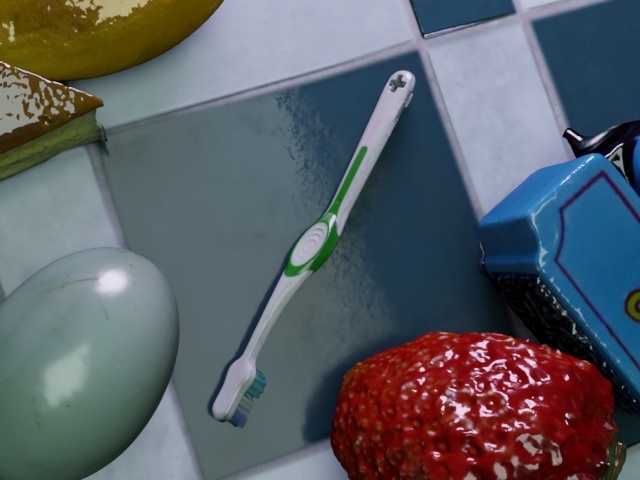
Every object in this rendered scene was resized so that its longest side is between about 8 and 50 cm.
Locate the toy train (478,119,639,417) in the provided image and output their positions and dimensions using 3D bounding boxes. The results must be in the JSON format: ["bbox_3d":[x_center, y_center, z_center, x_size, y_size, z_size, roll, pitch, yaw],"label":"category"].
[{"bbox_3d":[0.328,0.026,0.973,0.265,0.188,0.300,-41,95,-9],"label":"toy train"}]

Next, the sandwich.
[{"bbox_3d":[-0.328,-0.107,0.871,0.236,0.122,0.128,-26,93,-17],"label":"sandwich"}]

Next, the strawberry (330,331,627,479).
[{"bbox_3d":[0.139,0.196,0.891,0.277,0.257,0.257,20,78,25],"label":"strawberry"}]

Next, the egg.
[{"bbox_3d":[-0.220,0.111,0.843,0.168,0.168,0.230,35,73,-7],"label":"egg"}]

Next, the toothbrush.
[{"bbox_3d":[-0.003,-0.002,0.970,0.040,0.042,0.417,39,73,-47],"label":"toothbrush"}]

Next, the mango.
[{"bbox_3d":[-0.208,-0.254,0.914,0.317,0.119,0.176,-32,98,-10],"label":"mango"}]
